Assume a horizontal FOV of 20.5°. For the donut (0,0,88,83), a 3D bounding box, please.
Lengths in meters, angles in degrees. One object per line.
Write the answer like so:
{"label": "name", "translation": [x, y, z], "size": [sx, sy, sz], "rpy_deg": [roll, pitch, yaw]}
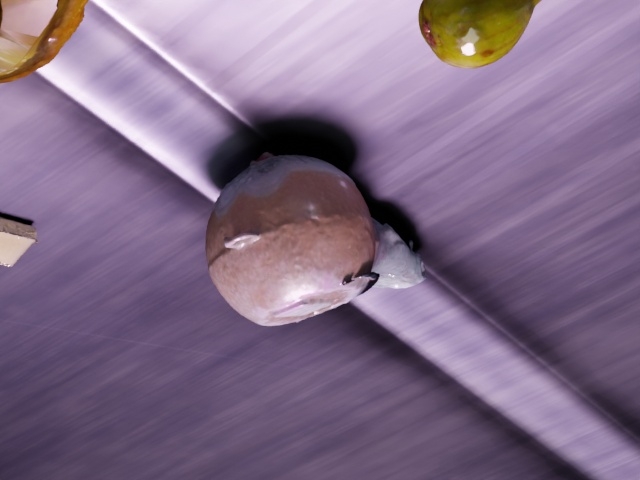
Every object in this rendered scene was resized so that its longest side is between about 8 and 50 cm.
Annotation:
{"label": "donut", "translation": [-0.330, -0.234, 1.450], "size": [0.330, 0.160, 0.330], "rpy_deg": [-5, 155, -2]}

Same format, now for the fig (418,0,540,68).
{"label": "fig", "translation": [0.174, -0.202, 1.624], "size": [0.166, 0.093, 0.093], "rpy_deg": [-2, 147, -6]}

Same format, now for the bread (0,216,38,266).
{"label": "bread", "translation": [-0.385, -0.011, 1.902], "size": [0.154, 0.028, 0.068], "rpy_deg": [15, 142, -29]}

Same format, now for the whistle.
{"label": "whistle", "translation": [0.000, 0.000, 1.885], "size": [0.189, 0.189, 0.348], "rpy_deg": [-24, 163, 27]}
